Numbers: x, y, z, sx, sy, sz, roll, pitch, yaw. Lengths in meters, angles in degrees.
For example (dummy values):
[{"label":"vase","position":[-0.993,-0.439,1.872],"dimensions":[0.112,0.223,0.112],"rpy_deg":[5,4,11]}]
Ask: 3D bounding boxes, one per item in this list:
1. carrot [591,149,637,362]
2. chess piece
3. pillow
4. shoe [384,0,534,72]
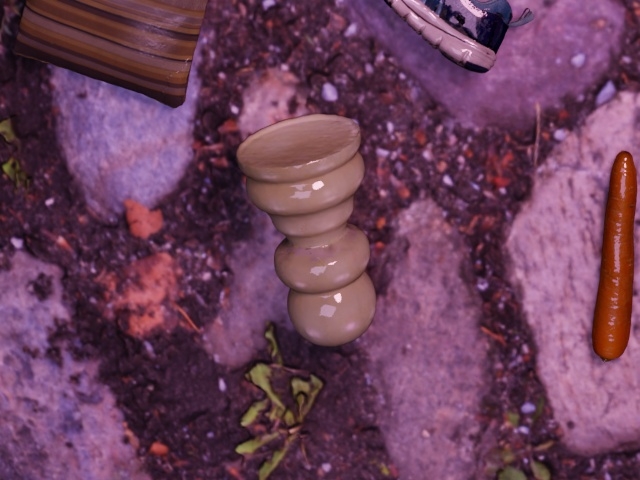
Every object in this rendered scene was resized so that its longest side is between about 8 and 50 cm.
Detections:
[{"label":"carrot","position":[0.327,0.020,1.993],"dimensions":[0.043,0.043,0.248],"rpy_deg":[6,111,13]},{"label":"chess piece","position":[0.000,0.000,2.029],"dimensions":[0.144,0.144,0.251],"rpy_deg":[-5,116,17]},{"label":"pillow","position":[-0.227,-0.273,2.020],"dimensions":[0.208,0.052,0.212],"rpy_deg":[20,117,4]},{"label":"shoe","position":[0.123,-0.271,1.917],"dimensions":[0.207,0.091,0.106],"rpy_deg":[38,93,3]}]
